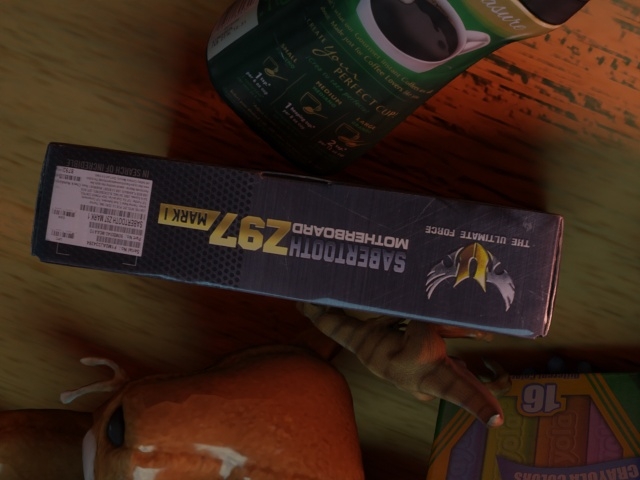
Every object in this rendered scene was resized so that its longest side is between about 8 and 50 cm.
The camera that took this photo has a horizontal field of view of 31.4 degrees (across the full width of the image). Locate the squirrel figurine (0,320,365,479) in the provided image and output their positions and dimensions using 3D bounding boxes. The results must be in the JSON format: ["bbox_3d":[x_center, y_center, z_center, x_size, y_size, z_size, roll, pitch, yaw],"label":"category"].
[{"bbox_3d":[-0.062,0.214,0.790,0.397,0.281,0.370,24,128,-28],"label":"squirrel figurine"}]

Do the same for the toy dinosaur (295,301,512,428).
[{"bbox_3d":[0.064,0.073,0.643,0.211,0.112,0.064,26,116,51],"label":"toy dinosaur"}]

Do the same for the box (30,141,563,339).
[{"bbox_3d":[0.000,0.000,0.574,0.233,0.183,0.059,9,92,9],"label":"box"}]

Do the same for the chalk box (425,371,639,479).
[{"bbox_3d":[0.132,0.198,0.663,0.132,0.213,0.132,-4,132,21],"label":"chalk box"}]

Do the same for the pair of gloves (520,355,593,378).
[{"bbox_3d":[0.215,0.126,0.738,0.198,0.023,0.159,-4,132,21],"label":"pair of gloves"}]

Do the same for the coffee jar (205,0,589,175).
[{"bbox_3d":[0.039,-0.109,0.510,0.096,0.079,0.184,42,133,-20],"label":"coffee jar"}]
